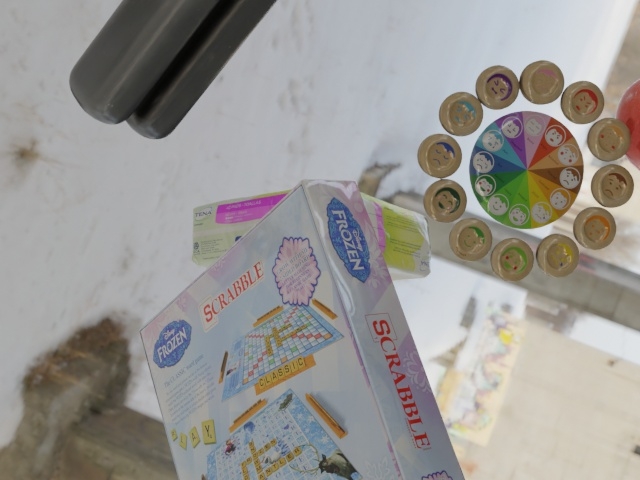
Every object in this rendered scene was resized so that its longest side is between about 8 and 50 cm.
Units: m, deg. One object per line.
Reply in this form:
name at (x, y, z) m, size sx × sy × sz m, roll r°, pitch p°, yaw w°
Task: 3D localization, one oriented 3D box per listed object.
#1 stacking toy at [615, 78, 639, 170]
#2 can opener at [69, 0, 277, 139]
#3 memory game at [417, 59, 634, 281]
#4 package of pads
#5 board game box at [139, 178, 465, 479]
stacking toy at (0.367, -0.104, 0.772) m, size 0.130 × 0.279 × 0.309 m, roll -11°, pitch 145°, yaw -22°
can opener at (-0.018, -0.157, 0.543) m, size 0.283 × 0.095 × 0.076 m, roll -49°, pitch 151°, yaw 16°
memory game at (0.172, -0.057, 0.842) m, size 0.012 × 0.186 × 0.186 m, roll -164°, pitch -85°, yaw -83°
package of pads at (0.000, 0.000, 1.438) m, size 0.296 × 0.229 × 0.101 m, roll 14°, pitch 71°, yaw -55°
board game box at (-0.031, 0.159, 0.911) m, size 0.066 × 0.318 × 0.319 m, roll -2°, pitch 155°, yaw -40°
